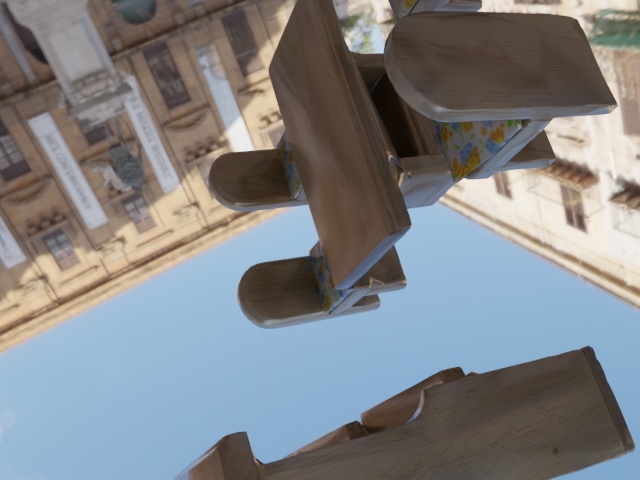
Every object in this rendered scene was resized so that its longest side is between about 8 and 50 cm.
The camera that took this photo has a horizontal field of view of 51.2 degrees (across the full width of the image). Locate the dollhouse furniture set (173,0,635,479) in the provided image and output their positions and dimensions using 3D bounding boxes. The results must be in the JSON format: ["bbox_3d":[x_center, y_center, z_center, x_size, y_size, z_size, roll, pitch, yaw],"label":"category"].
[{"bbox_3d":[0.000,0.000,0.490,0.256,0.394,0.362,-8,158,-25],"label":"dollhouse furniture set"}]
